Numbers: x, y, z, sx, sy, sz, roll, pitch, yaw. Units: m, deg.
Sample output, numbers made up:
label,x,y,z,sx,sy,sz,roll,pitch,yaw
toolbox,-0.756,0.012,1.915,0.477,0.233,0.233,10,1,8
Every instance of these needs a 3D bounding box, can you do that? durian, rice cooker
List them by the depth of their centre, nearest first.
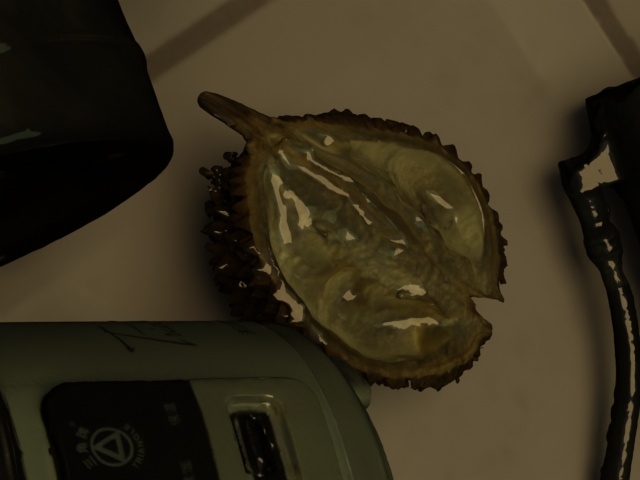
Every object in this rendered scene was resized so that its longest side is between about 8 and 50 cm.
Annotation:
label,x,y,z,sx,sy,sz,roll,pitch,yaw
rice cooker,-0.100,0.143,0.808,0.227,0.241,0.280,1,57,-27
durian,0.000,0.000,0.955,0.188,0.091,0.148,46,54,-20

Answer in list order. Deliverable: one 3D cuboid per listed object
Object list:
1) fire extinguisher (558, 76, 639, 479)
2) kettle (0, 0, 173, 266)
label,x,y,z,sx,sy,sz,roll,pitch,yaw
fire extinguisher,0.227,0.091,1.053,0.200,0.113,0.376,-22,90,17
kettle,-0.255,-0.136,0.796,0.321,0.228,0.324,-16,81,-25
